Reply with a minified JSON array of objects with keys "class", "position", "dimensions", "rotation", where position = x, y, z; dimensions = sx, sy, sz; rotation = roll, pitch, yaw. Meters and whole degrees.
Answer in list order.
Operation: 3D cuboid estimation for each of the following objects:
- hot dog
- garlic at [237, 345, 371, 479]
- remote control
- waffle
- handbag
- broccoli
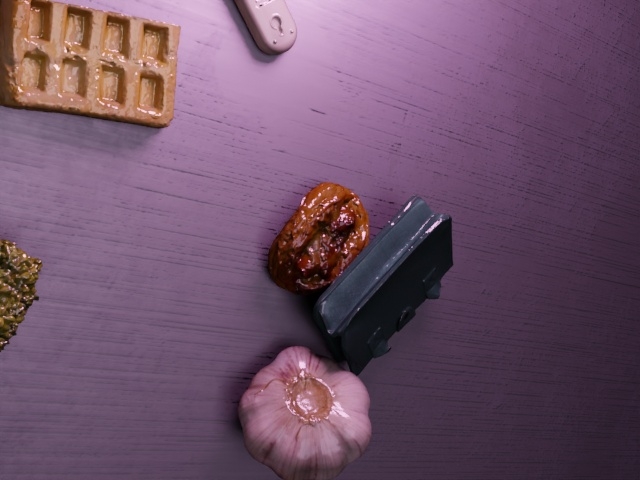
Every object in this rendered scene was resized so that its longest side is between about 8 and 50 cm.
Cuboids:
[{"class":"hot dog","position":[-0.003,-0.002,1.308],"dimensions":[0.160,0.099,0.227],"rotation":[37,83,-26]},{"class":"garlic","position":[-0.030,0.351,1.323],"dimensions":[0.245,0.245,0.253],"rotation":[-23,146,-25]},{"class":"remote control","position":[-0.108,-0.421,1.202],"dimensions":[0.078,0.042,0.221],"rotation":[-37,115,-20]},{"class":"waffle","position":[-0.348,-0.270,1.081],"dimensions":[0.274,0.057,0.168],"rotation":[3,98,-31]},{"class":"handbag","position":[0.135,0.094,1.361],"dimensions":[0.326,0.089,0.238],"rotation":[-48,148,-16]},{"class":"broccoli","position":[-0.495,0.033,0.969],"dimensions":[0.180,0.242,0.273],"rotation":[-44,126,-40]}]
